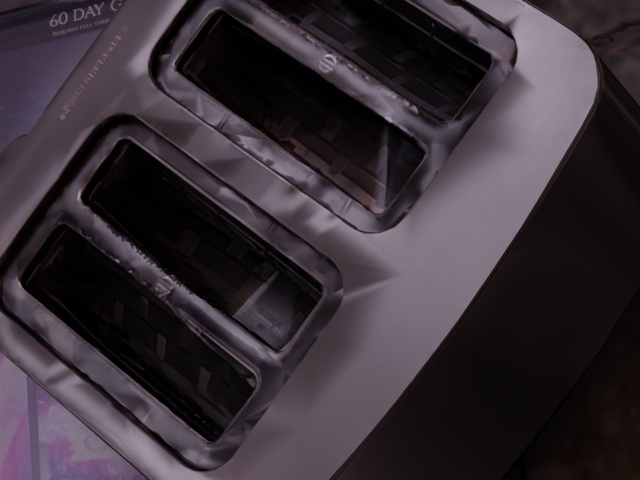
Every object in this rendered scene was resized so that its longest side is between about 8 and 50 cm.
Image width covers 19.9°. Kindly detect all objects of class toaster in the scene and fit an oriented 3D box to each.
[{"bbox_3d":[0.000,0.000,0.531,0.186,0.110,0.168,37,91,28],"label":"toaster"}]

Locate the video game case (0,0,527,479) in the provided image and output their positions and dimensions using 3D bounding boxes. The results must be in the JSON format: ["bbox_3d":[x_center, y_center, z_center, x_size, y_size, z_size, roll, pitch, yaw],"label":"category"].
[{"bbox_3d":[-0.040,0.024,0.622,0.196,0.026,0.274,-13,64,10],"label":"video game case"}]
